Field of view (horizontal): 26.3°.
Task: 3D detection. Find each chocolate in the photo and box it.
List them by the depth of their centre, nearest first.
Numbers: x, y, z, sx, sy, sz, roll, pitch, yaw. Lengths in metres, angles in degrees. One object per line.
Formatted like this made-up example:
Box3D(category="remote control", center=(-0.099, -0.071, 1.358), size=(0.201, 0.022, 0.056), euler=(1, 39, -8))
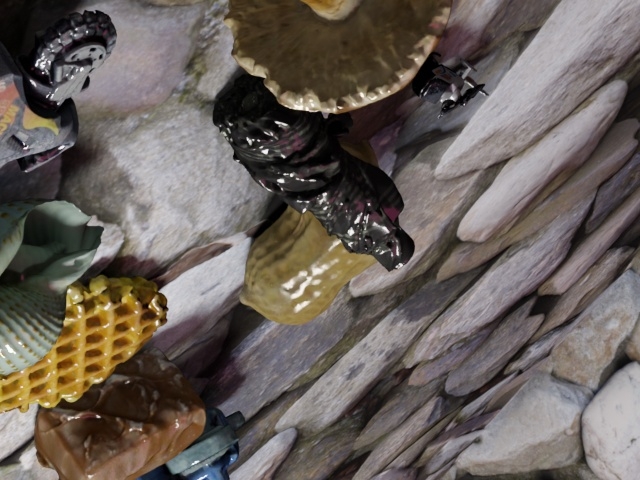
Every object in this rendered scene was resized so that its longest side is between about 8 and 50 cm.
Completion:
Box3D(category="chocolate", center=(-0.273, 0.243, 1.841), size=(0.214, 0.148, 0.093), euler=(-29, 150, -28))

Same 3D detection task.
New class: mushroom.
Box3D(category="mushroom", center=(-0.037, -0.215, 1.242), size=(0.301, 0.233, 0.208), euler=(-24, 144, -37))

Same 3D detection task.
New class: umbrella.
Box3D(category="umbrella", center=(0.020, -0.069, 1.580), size=(0.128, 0.154, 0.336), euler=(-47, 120, 2))

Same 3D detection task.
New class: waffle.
Box3D(category="waffle", center=(-0.307, 0.127, 1.700), size=(0.238, 0.059, 0.243), euler=(-45, 155, 19))

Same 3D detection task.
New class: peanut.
Box3D(category="peanut", center=(0.010, 0.001, 1.807), size=(0.159, 0.143, 0.291), euler=(22, 124, -19))

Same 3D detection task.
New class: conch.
Box3D(category="conch", center=(-0.324, 0.038, 1.405), size=(0.200, 0.131, 0.172), euler=(-59, 142, -31))

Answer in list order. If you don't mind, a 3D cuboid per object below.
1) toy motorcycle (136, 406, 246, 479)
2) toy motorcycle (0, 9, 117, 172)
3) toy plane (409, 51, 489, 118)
Box3D(category="toy motorcycle", center=(-0.233, 0.314, 2.040), size=(0.241, 0.182, 0.319), euler=(-2, 177, 0))
Box3D(category="toy motorcycle", center=(-0.314, -0.101, 1.194), size=(0.307, 0.108, 0.173), euler=(-27, 160, -23))
Box3D(category="toy plane", center=(0.164, -0.202, 1.779), size=(0.053, 0.078, 0.197), euler=(-53, 169, 23))
